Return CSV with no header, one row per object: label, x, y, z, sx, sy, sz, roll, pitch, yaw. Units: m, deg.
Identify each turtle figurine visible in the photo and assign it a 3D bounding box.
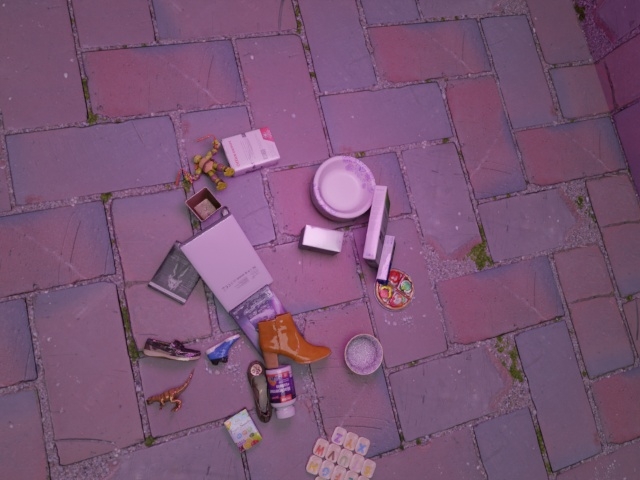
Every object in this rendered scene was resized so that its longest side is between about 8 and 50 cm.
turtle figurine,-0.482,-0.302,1.721,0.217,0.087,0.269,37,87,20

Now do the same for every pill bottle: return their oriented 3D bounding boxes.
pill bottle,-0.157,0.615,1.642,0.108,0.108,0.193,-9,83,-13

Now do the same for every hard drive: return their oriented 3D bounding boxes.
hard drive,-0.370,0.095,1.627,0.233,0.047,0.353,-36,120,-15

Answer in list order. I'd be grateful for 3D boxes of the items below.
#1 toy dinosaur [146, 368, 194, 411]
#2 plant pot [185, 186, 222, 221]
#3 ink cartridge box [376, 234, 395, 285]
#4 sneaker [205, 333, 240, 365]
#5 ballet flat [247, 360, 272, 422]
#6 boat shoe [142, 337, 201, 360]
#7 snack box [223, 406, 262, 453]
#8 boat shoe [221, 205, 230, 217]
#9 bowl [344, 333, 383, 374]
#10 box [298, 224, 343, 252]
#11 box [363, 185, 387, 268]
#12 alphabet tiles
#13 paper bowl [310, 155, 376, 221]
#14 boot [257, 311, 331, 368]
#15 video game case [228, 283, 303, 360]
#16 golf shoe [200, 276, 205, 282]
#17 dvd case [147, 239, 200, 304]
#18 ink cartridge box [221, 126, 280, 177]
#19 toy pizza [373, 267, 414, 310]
toy dinosaur,-0.577,0.607,1.580,0.212,0.064,0.112,-24,86,-15
plant pot,-0.490,-0.142,1.700,0.109,0.096,0.109,-41,91,-15
ink cartridge box,0.298,0.089,1.813,0.046,0.097,0.207,10,72,17
sneaker,-0.385,0.451,1.645,0.152,0.058,0.084,-29,82,-10
ballet flat,-0.245,0.620,1.649,0.084,0.058,0.249,-9,83,-14
boat shoe,-0.586,0.430,1.598,0.224,0.080,0.073,7,85,-6
snack box,-0.312,0.764,1.623,0.100,0.037,0.141,-29,88,-15
boat shoe,-0.400,-0.088,1.740,0.046,0.038,0.125,-10,83,-13
bowl,0.177,0.489,1.747,0.170,0.080,0.170,2,80,-12
box,0.000,0.000,1.762,0.171,0.130,0.090,12,80,-10
box,0.252,-0.053,1.772,0.059,0.232,0.321,9,79,16
alphabet tiles,0.088,0.945,1.687,0.284,0.021,0.277,27,77,-7
paper bowl,0.094,-0.224,1.808,0.285,0.148,0.284,2,81,-12
boot,-0.106,0.400,1.662,0.295,0.104,0.211,-7,91,-13
video game case,-0.225,0.351,1.693,0.196,0.026,0.274,-36,98,-15
golf shoe,-0.408,0.125,1.681,0.186,0.086,0.067,-29,85,-16
dvd case,-0.585,0.133,1.677,0.165,0.018,0.221,30,76,-7
ink cartridge box,-0.310,-0.389,1.779,0.218,0.092,0.158,-20,85,-16
toy pizza,0.343,0.223,1.848,0.202,0.032,0.201,2,80,-12
